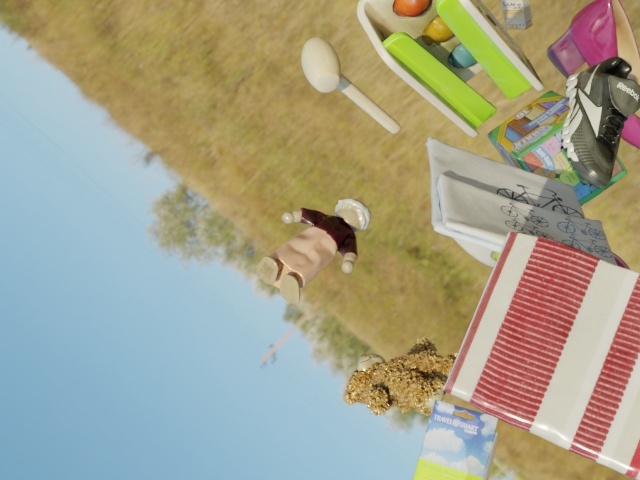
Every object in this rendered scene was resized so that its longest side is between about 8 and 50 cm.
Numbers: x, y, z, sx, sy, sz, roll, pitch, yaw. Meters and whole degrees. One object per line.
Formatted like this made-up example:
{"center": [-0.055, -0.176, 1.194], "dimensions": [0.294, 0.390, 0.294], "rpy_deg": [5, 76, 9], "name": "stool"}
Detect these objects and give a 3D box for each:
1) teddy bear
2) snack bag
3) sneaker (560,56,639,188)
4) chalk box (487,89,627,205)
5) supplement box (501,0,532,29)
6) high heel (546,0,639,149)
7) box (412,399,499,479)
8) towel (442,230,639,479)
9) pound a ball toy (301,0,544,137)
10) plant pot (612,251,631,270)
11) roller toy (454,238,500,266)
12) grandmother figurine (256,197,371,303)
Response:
{"center": [0.181, 0.300, 1.841], "dimensions": [0.113, 0.245, 0.338], "rpy_deg": [53, 165, -15], "name": "teddy bear"}
{"center": [0.344, -0.063, 1.453], "dimensions": [0.323, 0.037, 0.342], "rpy_deg": [17, -149, -6], "name": "snack bag"}
{"center": [0.402, -0.179, 1.173], "dimensions": [0.078, 0.106, 0.234], "rpy_deg": [31, -132, -20], "name": "sneaker"}
{"center": [0.509, -0.177, 1.769], "dimensions": [0.180, 0.179, 0.289], "rpy_deg": [52, -171, -19], "name": "chalk box"}
{"center": [0.486, -0.576, 2.063], "dimensions": [0.062, 0.036, 0.098], "rpy_deg": [15, 130, 44], "name": "supplement box"}
{"center": [0.634, -0.309, 1.638], "dimensions": [0.377, 0.127, 0.181], "rpy_deg": [37, 147, -6], "name": "high heel"}
{"center": [0.206, 0.348, 1.282], "dimensions": [0.109, 0.178, 0.042], "rpy_deg": [12, 167, 24], "name": "box"}
{"center": [0.347, 0.147, 1.023], "dimensions": [0.329, 0.237, 0.037], "rpy_deg": [22, 172, 17], "name": "towel"}
{"center": [0.130, -0.247, 1.100], "dimensions": [0.319, 0.208, 0.136], "rpy_deg": [24, -143, -51], "name": "pound a ball toy"}
{"center": [0.613, 0.138, 1.953], "dimensions": [0.201, 0.201, 0.180], "rpy_deg": [46, 157, 21], "name": "plant pot"}
{"center": [0.386, -0.050, 1.903], "dimensions": [0.209, 0.146, 0.191], "rpy_deg": [37, -159, -8], "name": "roller toy"}
{"center": [0.000, 0.000, 1.901], "dimensions": [0.208, 0.104, 0.342], "rpy_deg": [46, -132, 7], "name": "grandmother figurine"}
